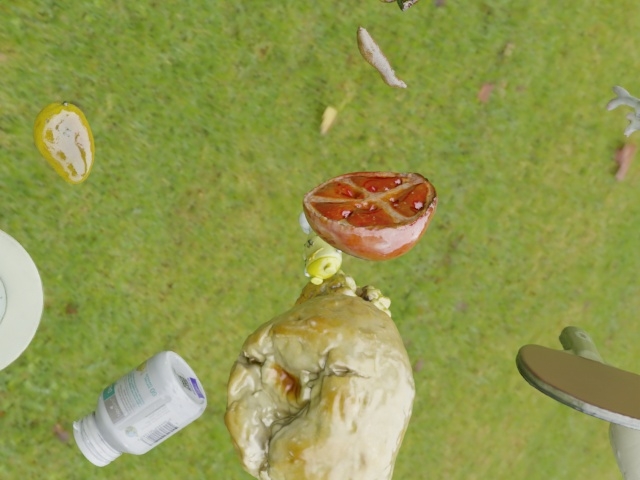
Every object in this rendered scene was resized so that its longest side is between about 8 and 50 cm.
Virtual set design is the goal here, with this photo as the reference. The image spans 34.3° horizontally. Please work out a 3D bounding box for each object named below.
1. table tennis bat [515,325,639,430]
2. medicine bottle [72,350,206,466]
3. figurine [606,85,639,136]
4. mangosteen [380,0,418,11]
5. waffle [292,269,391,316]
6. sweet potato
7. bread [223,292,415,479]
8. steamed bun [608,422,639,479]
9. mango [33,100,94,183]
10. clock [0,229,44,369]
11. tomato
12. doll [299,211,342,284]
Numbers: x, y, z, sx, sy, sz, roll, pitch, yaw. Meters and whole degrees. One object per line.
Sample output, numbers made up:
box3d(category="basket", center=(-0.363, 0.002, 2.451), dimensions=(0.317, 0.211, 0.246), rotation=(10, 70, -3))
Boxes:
box3d(category="table tennis bat", center=(0.234, 0.115, 0.893), dimensions=(0.246, 0.138, 0.022), rotation=(-50, 157, -78))
box3d(category="medicine bottle", center=(-0.320, 0.300, 1.813), dimensions=(0.215, 0.135, 0.135), rotation=(-34, 146, 7))
box3d(category="figurine", center=(0.412, -0.123, 1.011), dimensions=(0.284, 0.207, 0.315), rotation=(83, 10, -60))
box3d(category="mangosteen", center=(0.131, -0.431, 1.650), dimensions=(0.140, 0.140, 0.140), rotation=(-31, 139, -31))
box3d(category="waffle", center=(-0.009, 0.207, 2.047), dimensions=(0.151, 0.261, 0.324), rotation=(35, 93, -15))
box3d(category="sweet potato", center=(0.072, -0.218, 1.270), dimensions=(0.026, 0.026, 0.115), rotation=(-50, 132, -9))
box3d(category="bread", center=(-0.007, 0.179, 1.119), dimensions=(0.134, 0.244, 0.244), rotation=(13, 108, -48))
box3d(category="steamed bun", center=(0.516, 0.323, 1.486), dimensions=(0.131, 0.228, 0.177), rotation=(-36, 160, 30))
box3d(category="mango", center=(-0.458, -0.175, 1.867), dimensions=(0.103, 0.076, 0.161), rotation=(-38, 133, -28))
box3d(category="clock", center=(-0.519, 0.088, 1.496), dimensions=(0.235, 0.235, 0.029), rotation=(-49, -177, -9))
box3d(category="tomato", center=(0.056, -0.022, 1.180), dimensions=(0.156, 0.156, 0.069), rotation=(-25, 126, -37))
box3d(category="doll", center=(0.000, 0.000, 1.896), dimensions=(0.062, 0.162, 0.106), rotation=(22, 136, -34))
